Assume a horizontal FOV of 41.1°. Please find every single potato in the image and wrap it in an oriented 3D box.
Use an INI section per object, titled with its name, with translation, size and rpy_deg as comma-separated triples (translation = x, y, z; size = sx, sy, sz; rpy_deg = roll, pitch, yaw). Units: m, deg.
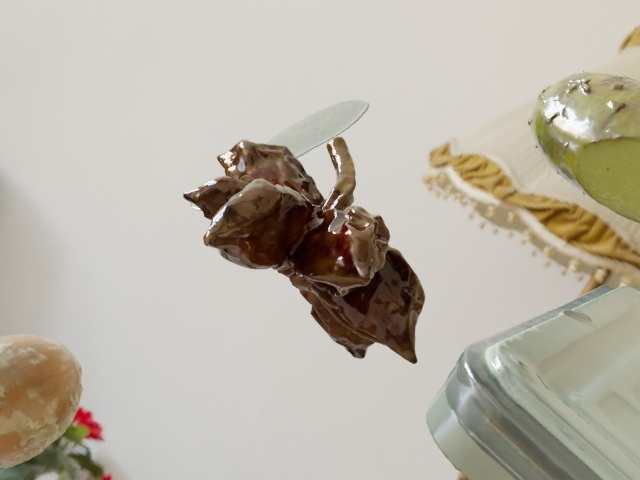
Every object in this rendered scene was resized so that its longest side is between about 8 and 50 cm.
[potato]
translation = 0.375, -0.108, 1.007
size = 0.298, 0.176, 0.141
rpy_deg = 37, -34, 43

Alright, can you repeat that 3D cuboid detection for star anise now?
[star anise]
translation = -0.004, 0.003, 0.604
size = 0.212, 0.111, 0.196
rpy_deg = 53, 12, 4

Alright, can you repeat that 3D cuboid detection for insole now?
[insole]
translation = -0.040, -0.091, 0.865
size = 0.080, 0.232, 0.003
rpy_deg = 17, -45, 45

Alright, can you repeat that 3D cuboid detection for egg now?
[egg]
translation = -0.467, 0.236, 1.273
size = 0.195, 0.233, 0.195
rpy_deg = 40, -26, 25

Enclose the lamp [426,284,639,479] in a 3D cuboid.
[lamp]
translation = 0.201, 0.127, 0.387
size = 0.269, 0.047, 0.266
rpy_deg = 42, 23, 22
